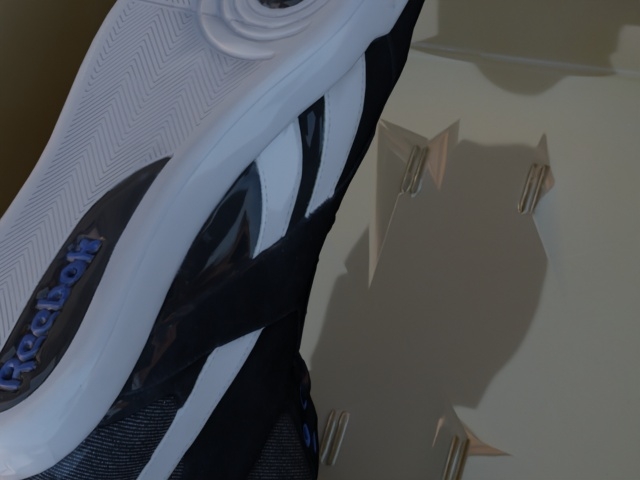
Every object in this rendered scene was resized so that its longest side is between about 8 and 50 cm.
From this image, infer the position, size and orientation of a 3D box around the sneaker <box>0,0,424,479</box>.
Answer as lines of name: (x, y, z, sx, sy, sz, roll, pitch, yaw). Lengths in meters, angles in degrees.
sneaker: (-0.023, 0.000, 0.566, 0.079, 0.217, 0.121, 17, 151, 35)

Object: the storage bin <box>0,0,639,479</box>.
storage bin: (0.000, 0.000, 0.567, 0.262, 0.123, 0.260, 10, 71, 23)
